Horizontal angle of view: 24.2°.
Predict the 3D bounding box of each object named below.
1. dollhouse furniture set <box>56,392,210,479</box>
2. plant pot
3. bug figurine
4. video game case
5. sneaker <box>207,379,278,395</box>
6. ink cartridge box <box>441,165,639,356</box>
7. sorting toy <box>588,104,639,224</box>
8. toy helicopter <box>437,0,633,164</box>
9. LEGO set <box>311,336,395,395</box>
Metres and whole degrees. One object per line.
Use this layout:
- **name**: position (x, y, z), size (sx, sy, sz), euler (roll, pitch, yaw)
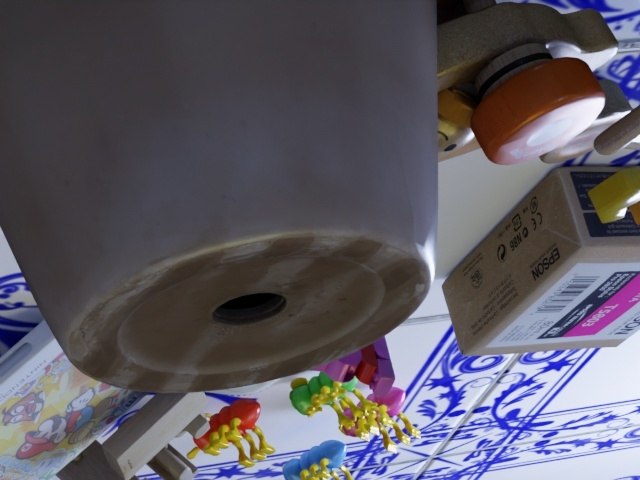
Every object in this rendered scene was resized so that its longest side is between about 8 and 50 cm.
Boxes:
- **dollhouse furniture set**: position (-0.203, 0.195, 1.546), size (0.144, 0.123, 0.151), euler (-43, 151, -21)
- **plant pot**: position (-0.066, -0.081, 0.796), size (0.323, 0.280, 0.323), euler (-11, 155, -5)
- **bug figurine**: position (-0.015, 0.212, 1.691), size (0.216, 0.072, 0.279), euler (-30, 147, 18)
- **video game case**: position (-0.270, 0.166, 1.403), size (0.206, 0.026, 0.227), euler (-41, 156, -7)
- **sneaker**: position (-0.093, 0.114, 1.456), size (0.161, 0.057, 0.075), euler (2, 157, -25)
- **ink cartridge box**: position (0.255, 0.023, 1.418), size (0.193, 0.088, 0.234), euler (0, 151, -25)
- **sorting toy**: position (0.299, -0.099, 1.068), size (0.229, 0.041, 0.307), euler (-2, 154, -41)
- **toy helicopter**: position (0.121, -0.084, 1.078), size (0.235, 0.140, 0.355), euler (-36, 161, 27)
- **LEGO set**: position (0.000, 0.000, 1.119), size (0.093, 0.227, 0.087), euler (7, 130, -17)
